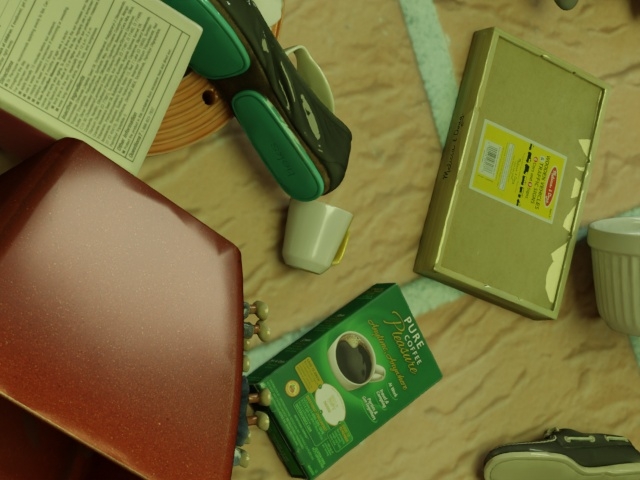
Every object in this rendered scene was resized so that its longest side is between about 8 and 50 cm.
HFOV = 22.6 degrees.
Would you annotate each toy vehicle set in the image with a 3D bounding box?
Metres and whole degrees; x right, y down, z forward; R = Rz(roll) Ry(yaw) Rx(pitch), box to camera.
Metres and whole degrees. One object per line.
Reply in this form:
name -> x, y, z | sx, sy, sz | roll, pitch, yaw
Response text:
toy vehicle set -> 0.201, -0.067, 1.652 | 0.166, 0.035, 0.266 | 23, 75, -29

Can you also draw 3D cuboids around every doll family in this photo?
doll family -> -0.109, 0.136, 1.425 | 0.111, 0.076, 0.193 | -4, 92, -37

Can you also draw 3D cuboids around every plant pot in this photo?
plant pot -> -0.210, 0.079, 1.270 | 0.267, 0.267, 0.235 | 36, 57, -25

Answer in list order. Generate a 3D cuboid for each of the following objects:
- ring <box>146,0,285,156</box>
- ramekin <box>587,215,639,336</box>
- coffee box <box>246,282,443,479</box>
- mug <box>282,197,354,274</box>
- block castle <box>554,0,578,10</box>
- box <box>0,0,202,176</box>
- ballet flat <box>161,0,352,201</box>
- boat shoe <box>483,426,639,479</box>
ring -> -0.181, -0.239, 1.430 | 0.337, 0.032, 0.336 | 2, 85, -31
ramekin -> 0.382, 0.038, 1.665 | 0.207, 0.207, 0.109 | -5, 99, -32
coffee box -> 0.023, 0.132, 1.525 | 0.184, 0.040, 0.113 | -36, 106, -28
mug -> -0.001, -0.001, 1.510 | 0.078, 0.062, 0.064 | 19, 85, -23
block castle -> 0.451, -0.354, 1.672 | 0.453, 0.303, 0.212 | -5, 90, -31
box -> -0.240, -0.158, 1.297 | 0.232, 0.127, 0.148 | 30, 73, -26
ballet flat -> -0.060, -0.161, 1.436 | 0.280, 0.095, 0.096 | 56, 51, -29
boat shoe -> 0.251, 0.229, 1.661 | 0.206, 0.075, 0.065 | 8, 40, -26
